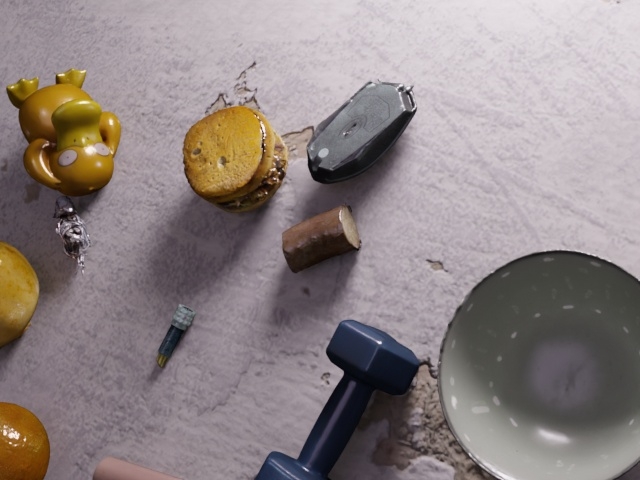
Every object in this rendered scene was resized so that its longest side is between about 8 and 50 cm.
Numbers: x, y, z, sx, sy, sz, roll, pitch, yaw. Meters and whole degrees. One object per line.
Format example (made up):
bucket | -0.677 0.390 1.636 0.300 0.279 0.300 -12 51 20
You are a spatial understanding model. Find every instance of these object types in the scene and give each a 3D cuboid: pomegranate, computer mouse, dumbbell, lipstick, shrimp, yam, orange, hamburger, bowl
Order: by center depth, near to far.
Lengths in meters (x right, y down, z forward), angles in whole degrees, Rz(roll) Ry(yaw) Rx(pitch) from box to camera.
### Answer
bowl | 0.347 0.193 1.546 0.337 0.157 0.337 -9 71 26
dumbbell | 0.023 0.285 1.691 0.325 0.160 0.144 -61 29 -2
yam | -0.001 -0.002 1.828 0.127 0.084 0.084 -21 67 17
lipstick | -0.265 0.428 1.838 0.254 0.070 0.070 10 80 29
computer mouse | 0.074 -0.179 1.849 0.231 0.071 0.126 -44 46 -3
hamburger | -0.139 -0.138 1.915 0.191 0.118 0.182 10 83 33
lipstick | -0.263 0.171 1.935 0.037 0.037 0.116 32 95 31
orange | -0.583 0.387 1.945 0.206 0.206 0.206 -8 72 25
pomegranate | -0.644 0.101 2.043 0.233 0.233 0.233 -8 72 25
shrimp | -0.467 -0.008 2.074 0.056 0.065 0.165 -22 64 -6

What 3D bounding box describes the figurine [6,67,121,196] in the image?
figurine | -0.485 -0.204 2.093 0.215 0.215 0.228 -53 45 4
